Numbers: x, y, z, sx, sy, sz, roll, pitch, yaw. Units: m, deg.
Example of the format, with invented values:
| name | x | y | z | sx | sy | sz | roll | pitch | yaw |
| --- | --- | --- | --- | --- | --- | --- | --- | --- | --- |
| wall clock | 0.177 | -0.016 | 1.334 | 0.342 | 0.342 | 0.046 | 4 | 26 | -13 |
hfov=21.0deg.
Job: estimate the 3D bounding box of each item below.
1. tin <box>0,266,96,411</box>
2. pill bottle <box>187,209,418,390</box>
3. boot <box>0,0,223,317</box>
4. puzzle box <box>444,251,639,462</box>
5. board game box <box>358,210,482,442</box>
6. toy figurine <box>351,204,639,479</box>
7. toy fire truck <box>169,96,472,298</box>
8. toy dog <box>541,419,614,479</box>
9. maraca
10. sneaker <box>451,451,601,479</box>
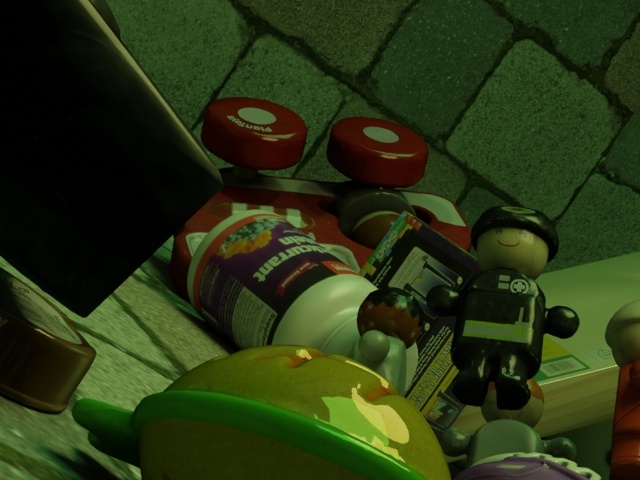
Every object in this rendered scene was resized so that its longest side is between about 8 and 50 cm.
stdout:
| name | x | y | z | sx | sy | sz | roll | pitch | yaw |
| --- | --- | --- | --- | --- | --- | --- | --- | --- | --- |
| tin | -0.183 | 0.016 | 0.770 | 0.189 | 0.040 | 0.106 | 33 | -2 | -32 |
| pill bottle | -0.013 | 0.060 | 1.364 | 0.108 | 0.108 | 0.193 | 32 | 3 | -45 |
| boot | -0.267 | -0.130 | 0.864 | 0.367 | 0.146 | 0.445 | 34 | -2 | -23 |
| puzzle box | 0.231 | 0.093 | 1.587 | 0.408 | 0.052 | 0.272 | -12 | 17 | -13 |
| board game box | 0.074 | 0.080 | 1.412 | 0.141 | 0.170 | 0.048 | 37 | 2 | 42 |
| toy figurine | 0.131 | 0.094 | 1.210 | 0.213 | 0.148 | 0.209 | 30 | -38 | -25 |
| toy fire truck | 0.000 | 0.000 | 1.614 | 0.302 | 0.169 | 0.254 | 7 | 26 | -15 |
| toy dog | 0.363 | 0.196 | 1.871 | 0.395 | 0.285 | 0.408 | 35 | 4 | 31 |
| maraca | -0.024 | 0.093 | 0.692 | 0.185 | 0.099 | 0.127 | -3 | -38 | 49 |
| sneaker | 0.164 | 0.211 | 1.070 | 0.236 | 0.095 | 0.104 | 32 | 19 | 32 |
